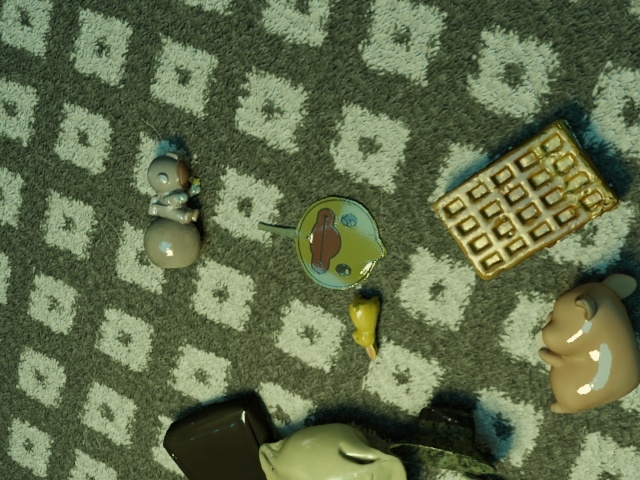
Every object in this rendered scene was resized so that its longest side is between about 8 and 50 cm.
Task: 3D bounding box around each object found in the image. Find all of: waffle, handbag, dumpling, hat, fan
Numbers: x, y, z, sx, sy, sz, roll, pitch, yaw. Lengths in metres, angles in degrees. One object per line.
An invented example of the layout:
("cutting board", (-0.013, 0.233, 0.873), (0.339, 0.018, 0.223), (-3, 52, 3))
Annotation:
("waffle", (0.425, -0.082, 1.630), (0.328, 0.098, 0.224), (-34, 91, 26))
("handbag", (-0.246, 0.556, 2.055), (0.285, 0.113, 0.257), (-23, 100, 18))
("dumpling", (0.031, 0.597, 1.887), (0.395, 0.233, 0.315), (-4, 117, 27))
("hat", (0.286, 0.446, 1.789), (0.266, 0.265, 0.128), (3, 69, 22))
("fan", (0.000, 0.000, 1.869), (0.335, 0.011, 0.229), (12, 107, 19))

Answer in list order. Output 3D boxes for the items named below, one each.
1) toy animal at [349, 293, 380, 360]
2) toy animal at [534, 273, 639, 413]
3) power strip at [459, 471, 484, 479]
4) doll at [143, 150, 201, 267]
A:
("toy animal", (0.106, 0.213, 1.846), (0.070, 0.083, 0.159), (5, 114, 29))
("toy animal", (0.552, 0.216, 1.613), (0.213, 0.195, 0.256), (-15, 96, 50))
("power strip", (0.353, 0.648, 1.874), (0.081, 0.035, 0.192), (20, 110, 16))
("doll", (-0.372, -0.077, 1.936), (0.151, 0.151, 0.287), (2, 100, 22))
